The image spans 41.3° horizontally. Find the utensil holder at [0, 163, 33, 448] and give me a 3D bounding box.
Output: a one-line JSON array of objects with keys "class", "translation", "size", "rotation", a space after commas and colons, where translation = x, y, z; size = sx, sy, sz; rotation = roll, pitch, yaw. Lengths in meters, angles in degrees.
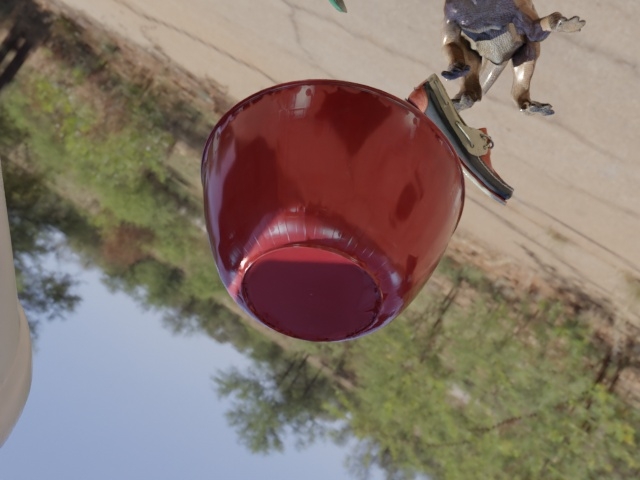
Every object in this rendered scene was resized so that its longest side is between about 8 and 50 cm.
[{"class": "utensil holder", "translation": [-0.353, -0.050, 0.502], "size": [0.327, 0.386, 0.328], "rotation": [6, -146, -4]}]

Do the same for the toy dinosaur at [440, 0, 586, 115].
[{"class": "toy dinosaur", "translation": [0.170, -0.241, 0.836], "size": [0.127, 0.201, 0.296], "rotation": [-6, 159, 8]}]

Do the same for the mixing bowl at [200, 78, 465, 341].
[{"class": "mixing bowl", "translation": [0.000, 0.000, 0.542], "size": [0.181, 0.098, 0.182], "rotation": [6, 136, 6]}]

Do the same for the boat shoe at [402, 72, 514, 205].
[{"class": "boat shoe", "translation": [0.130, -0.090, 0.764], "size": [0.137, 0.043, 0.049], "rotation": [50, -171, 14]}]

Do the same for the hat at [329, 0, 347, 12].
[{"class": "hat", "translation": [0.043, -0.337, 0.765], "size": [0.208, 0.183, 0.173], "rotation": [36, -153, -61]}]
